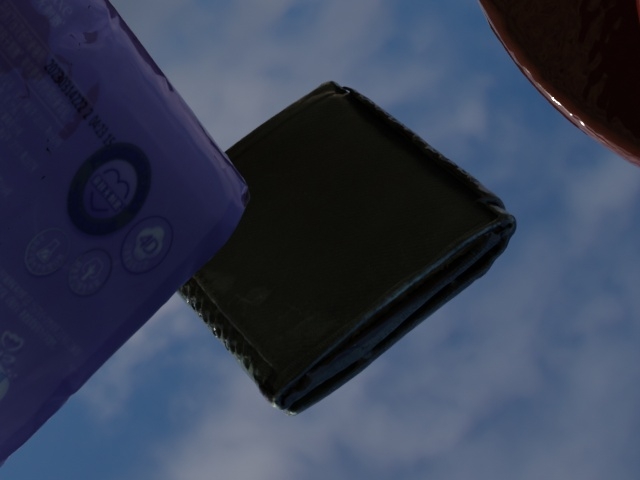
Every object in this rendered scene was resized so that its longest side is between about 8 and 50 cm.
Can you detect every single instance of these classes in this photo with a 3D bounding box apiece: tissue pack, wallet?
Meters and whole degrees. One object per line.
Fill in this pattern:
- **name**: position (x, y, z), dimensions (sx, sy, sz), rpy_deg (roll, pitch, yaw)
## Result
- **tissue pack**: position (-0.217, -0.058, 0.868), dimensions (0.242, 0.338, 0.160), rpy_deg (-47, -131, -10)
- **wallet**: position (0.000, 0.000, 1.513), dimensions (0.237, 0.075, 0.342), rpy_deg (-40, -148, -4)

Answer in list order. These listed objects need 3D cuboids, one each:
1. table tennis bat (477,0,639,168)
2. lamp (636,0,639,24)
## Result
- **table tennis bat**: position (0.158, -0.181, 0.840), dimensions (0.268, 0.414, 0.051), rpy_deg (-59, 175, 1)
- **lamp**: position (0.217, -0.121, 0.680), dimensions (0.227, 0.227, 0.227), rpy_deg (-28, -147, 20)
